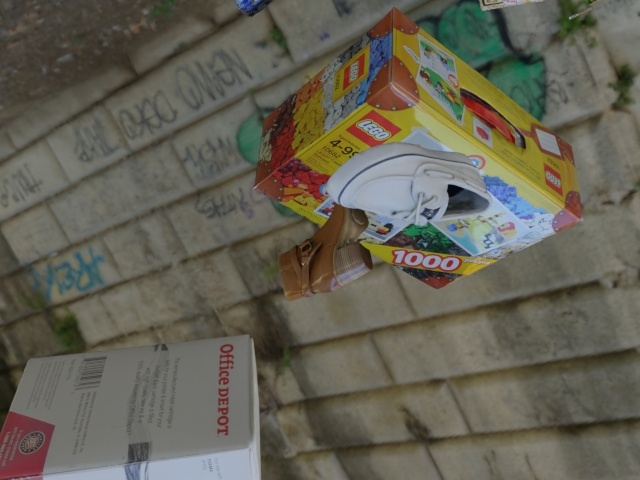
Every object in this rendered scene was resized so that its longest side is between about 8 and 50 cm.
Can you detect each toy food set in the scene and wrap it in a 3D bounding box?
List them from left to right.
[{"bbox_3d":[0.651,-0.560,1.664,0.192,0.038,0.132,-20,-172,45],"label":"toy food set"}]

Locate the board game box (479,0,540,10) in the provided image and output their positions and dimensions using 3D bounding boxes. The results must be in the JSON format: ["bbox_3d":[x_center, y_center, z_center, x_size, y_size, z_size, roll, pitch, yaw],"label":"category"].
[{"bbox_3d":[0.417,-0.591,1.661,0.147,0.045,0.193,-4,163,17],"label":"board game box"}]

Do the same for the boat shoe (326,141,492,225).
[{"bbox_3d":[0.123,-0.063,0.927,0.258,0.084,0.095,-8,143,-39],"label":"boat shoe"}]

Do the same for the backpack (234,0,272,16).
[{"bbox_3d":[-0.132,-0.596,1.628,0.173,0.158,0.117,-31,-174,6],"label":"backpack"}]

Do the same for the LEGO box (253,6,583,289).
[{"bbox_3d":[0.186,-0.140,1.425,0.372,0.500,0.193,-32,-139,41],"label":"LEGO box"}]

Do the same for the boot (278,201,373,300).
[{"bbox_3d":[0.000,0.000,1.225,0.152,0.073,0.197,-24,-136,22],"label":"boot"}]

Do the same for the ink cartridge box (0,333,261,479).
[{"bbox_3d":[-0.212,0.227,0.879,0.283,0.117,0.207,-6,-150,-2],"label":"ink cartridge box"}]
